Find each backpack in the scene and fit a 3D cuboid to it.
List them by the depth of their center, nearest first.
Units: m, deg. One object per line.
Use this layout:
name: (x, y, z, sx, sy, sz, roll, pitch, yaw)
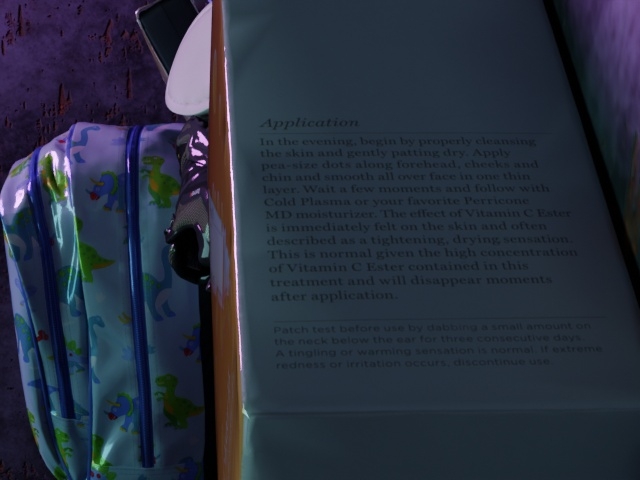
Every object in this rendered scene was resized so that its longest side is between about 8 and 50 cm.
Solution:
backpack: (-0.171, 0.063, 1.479, 0.290, 0.273, 0.355, -82, 4, -62)

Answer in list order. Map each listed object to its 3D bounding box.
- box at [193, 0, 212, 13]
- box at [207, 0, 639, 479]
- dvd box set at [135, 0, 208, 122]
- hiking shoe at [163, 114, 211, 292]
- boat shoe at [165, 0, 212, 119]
box: (-0.031, -0.253, 1.451, 0.293, 0.073, 0.295, 94, 153, -45)
box: (0.032, 0.023, 0.785, 0.345, 0.168, 0.215, -96, 8, -47)
dvd box set: (-0.089, -0.093, 1.721, 0.307, 0.062, 0.420, 60, 177, 1)
hiking shoe: (-0.091, -0.027, 1.266, 0.114, 0.086, 0.227, -56, 16, 2)
boat shoe: (-0.034, -0.149, 1.295, 0.305, 0.091, 0.109, -10, 66, 60)
